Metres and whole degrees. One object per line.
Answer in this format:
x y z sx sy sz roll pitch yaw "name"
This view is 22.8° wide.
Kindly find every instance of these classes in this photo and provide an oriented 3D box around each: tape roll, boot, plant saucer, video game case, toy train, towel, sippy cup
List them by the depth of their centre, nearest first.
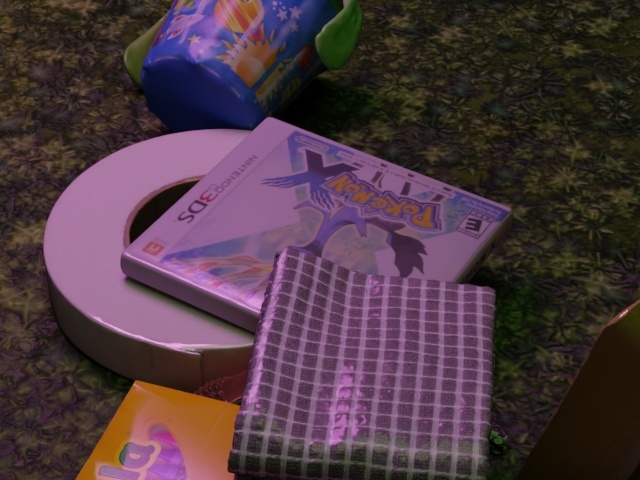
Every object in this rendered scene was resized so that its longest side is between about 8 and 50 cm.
0.045 0.133 1.461 0.235 0.121 0.283 5 39 4 "towel"
0.368 0.123 1.501 0.333 0.333 0.081 -24 63 -26 "plant saucer"
-0.075 0.176 1.620 0.158 0.084 0.059 -27 30 10 "boot"
0.155 0.196 1.632 0.083 0.017 0.024 21 34 22 "toy train"
0.000 0.000 1.737 0.329 0.036 0.300 23 45 22 "video game case"
-0.119 0.014 1.800 0.392 0.072 0.392 1 41 -1 "tape roll"
-0.107 -0.240 2.001 0.240 0.305 0.224 35 56 -6 "sippy cup"

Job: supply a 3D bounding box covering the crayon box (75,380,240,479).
-0.093 0.312 1.421 0.313 0.106 0.363 13 41 14 "crayon box"
